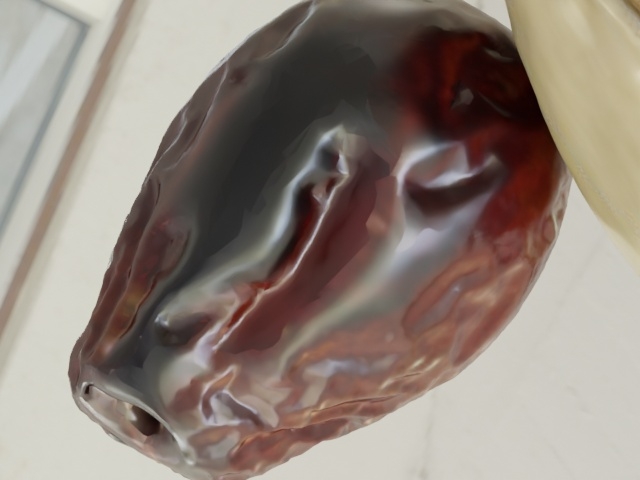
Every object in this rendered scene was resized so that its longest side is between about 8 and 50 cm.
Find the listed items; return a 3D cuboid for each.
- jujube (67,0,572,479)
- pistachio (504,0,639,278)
[{"bbox_3d":[0.000,0.000,0.617,0.236,0.168,0.168,-47,-157,-18],"label":"jujube"},{"bbox_3d":[0.175,-0.059,0.539,0.187,0.299,0.187,-37,-169,8],"label":"pistachio"}]
